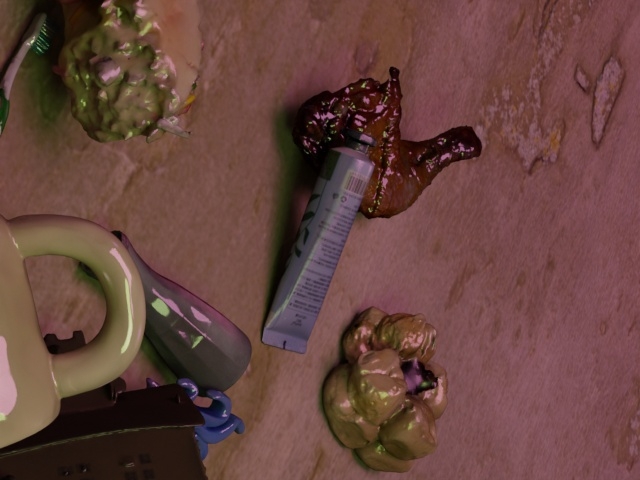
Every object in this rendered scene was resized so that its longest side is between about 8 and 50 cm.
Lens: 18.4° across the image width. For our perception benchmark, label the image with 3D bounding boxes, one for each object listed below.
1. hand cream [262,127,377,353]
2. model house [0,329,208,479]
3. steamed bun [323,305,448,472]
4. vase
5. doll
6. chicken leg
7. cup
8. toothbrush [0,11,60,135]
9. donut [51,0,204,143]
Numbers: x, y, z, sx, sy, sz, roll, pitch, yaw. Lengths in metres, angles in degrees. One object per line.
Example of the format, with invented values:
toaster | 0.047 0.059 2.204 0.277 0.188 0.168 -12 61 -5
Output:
hand cream | 0.000 0.000 2.336 0.091 0.058 0.271 19 91 -56
model house | -0.228 0.210 1.915 0.204 0.211 0.243 104 -27 -50
steamed bun | 0.098 0.192 2.441 0.177 0.106 0.192 -56 130 -43
vase | -0.167 0.074 2.102 0.214 0.086 0.086 47 47 -34
doll | -0.159 0.194 2.079 0.206 0.067 0.110 0 107 -42
chicken leg | 0.078 -0.117 2.467 0.322 0.083 0.177 31 87 -48
cup | -0.298 0.073 1.744 0.173 0.255 0.202 -40 118 -68
toothbrush | -0.324 -0.116 1.949 0.030 0.030 0.304 54 42 -35
donut | -0.268 -0.275 1.933 0.371 0.150 0.307 29 54 -44
